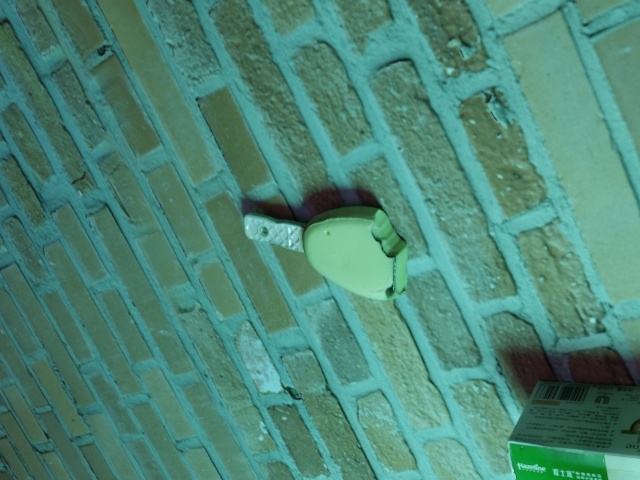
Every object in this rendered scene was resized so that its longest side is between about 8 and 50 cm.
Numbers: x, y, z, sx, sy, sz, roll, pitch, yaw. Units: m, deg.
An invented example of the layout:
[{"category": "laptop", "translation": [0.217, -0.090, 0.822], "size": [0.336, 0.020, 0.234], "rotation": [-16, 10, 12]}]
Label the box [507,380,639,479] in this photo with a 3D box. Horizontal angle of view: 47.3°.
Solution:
[{"category": "box", "translation": [0.333, 0.233, 0.844], "size": [0.199, 0.135, 0.081], "rotation": [-5, 110, 36]}]

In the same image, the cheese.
[{"category": "cheese", "translation": [0.000, 0.000, 1.001], "size": [0.255, 0.050, 0.127], "rotation": [14, 120, 27]}]
